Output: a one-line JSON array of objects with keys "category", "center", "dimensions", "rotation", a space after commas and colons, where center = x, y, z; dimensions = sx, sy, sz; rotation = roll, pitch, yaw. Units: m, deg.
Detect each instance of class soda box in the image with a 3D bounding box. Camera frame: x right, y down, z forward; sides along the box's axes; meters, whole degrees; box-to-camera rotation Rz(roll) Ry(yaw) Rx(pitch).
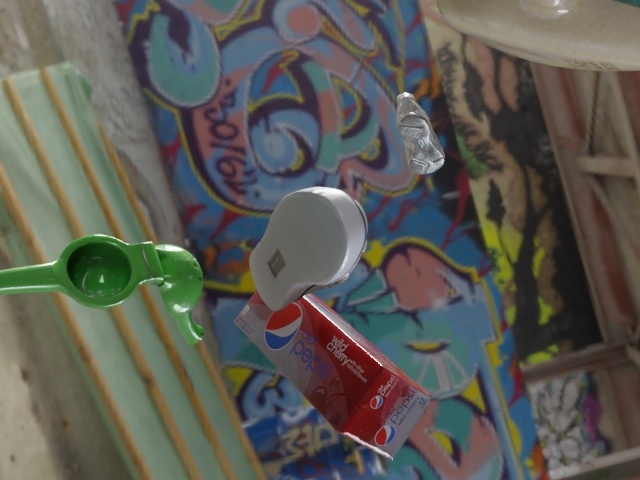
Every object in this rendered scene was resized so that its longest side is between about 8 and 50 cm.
[{"category": "soda box", "center": [0.007, 0.130, 1.082], "dimensions": [0.092, 0.083, 0.263], "rotation": [35, 1, -37]}]

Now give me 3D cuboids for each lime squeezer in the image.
[{"category": "lime squeezer", "center": [-0.158, 0.032, 0.707], "dimensions": [0.310, 0.109, 0.059], "rotation": [15, 65, -56]}]

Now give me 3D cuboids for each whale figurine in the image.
[{"category": "whale figurine", "center": [0.234, -0.218, 0.811], "dimensions": [0.216, 0.272, 0.141], "rotation": [5, 102, -56]}]

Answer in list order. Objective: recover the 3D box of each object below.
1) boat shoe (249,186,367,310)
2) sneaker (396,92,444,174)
[{"category": "boat shoe", "center": [0.000, 0.000, 0.953], "dimensions": [0.095, 0.084, 0.258], "rotation": [66, -23, 3]}, {"category": "sneaker", "center": [0.138, -0.148, 1.344], "dimensions": [0.152, 0.053, 0.061], "rotation": [64, 16, -55]}]
